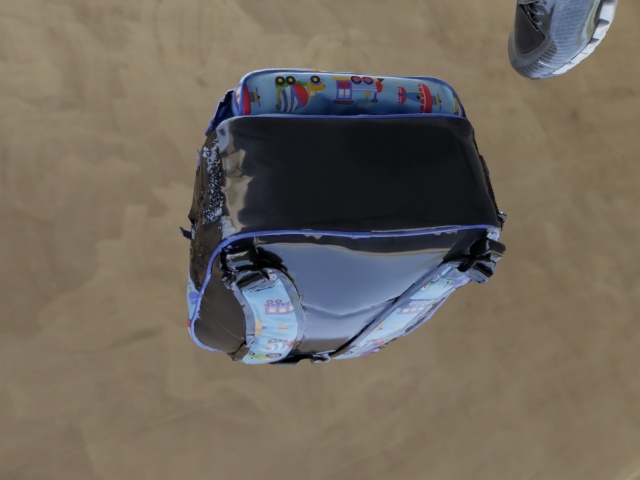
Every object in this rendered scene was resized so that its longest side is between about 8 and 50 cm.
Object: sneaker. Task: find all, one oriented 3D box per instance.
[{"bbox_3d":[0.163,-0.189,0.721,0.106,0.234,0.078,-12,-111,-21],"label":"sneaker"}]

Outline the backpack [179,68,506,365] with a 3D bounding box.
[{"bbox_3d":[0.000,0.000,0.579,0.158,0.173,0.117,-2,-116,-16],"label":"backpack"}]
